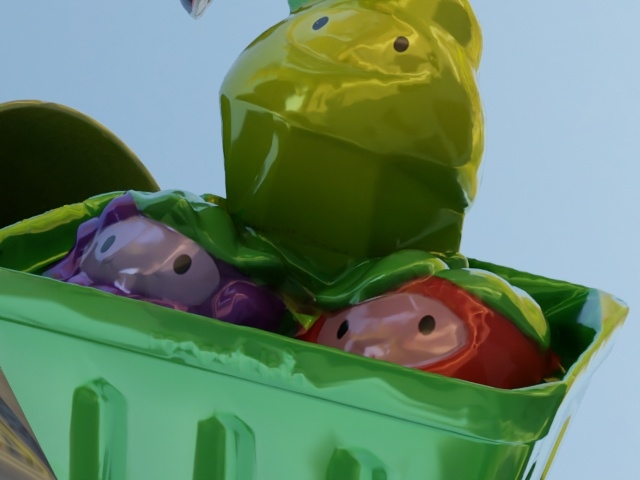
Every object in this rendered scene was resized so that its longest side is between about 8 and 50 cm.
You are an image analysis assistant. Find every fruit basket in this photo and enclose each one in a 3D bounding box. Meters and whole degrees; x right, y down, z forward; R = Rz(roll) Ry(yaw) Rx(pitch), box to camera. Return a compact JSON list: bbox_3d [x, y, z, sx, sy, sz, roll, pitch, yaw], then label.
[{"bbox_3d":[0.000,0.000,1.192,0.283,0.392,0.392,-30,-63,-68],"label":"fruit basket"}]

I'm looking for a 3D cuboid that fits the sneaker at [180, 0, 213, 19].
[{"bbox_3d":[-0.101,-0.226,1.463,0.061,0.065,0.158,-57,-13,-25],"label":"sneaker"}]

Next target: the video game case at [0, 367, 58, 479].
[{"bbox_3d":[-0.261,-0.043,0.802,0.036,0.300,0.329,-42,-44,6],"label":"video game case"}]

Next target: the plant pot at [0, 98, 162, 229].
[{"bbox_3d":[-0.297,0.062,1.560,0.274,0.293,0.275,23,-122,-44],"label":"plant pot"}]
